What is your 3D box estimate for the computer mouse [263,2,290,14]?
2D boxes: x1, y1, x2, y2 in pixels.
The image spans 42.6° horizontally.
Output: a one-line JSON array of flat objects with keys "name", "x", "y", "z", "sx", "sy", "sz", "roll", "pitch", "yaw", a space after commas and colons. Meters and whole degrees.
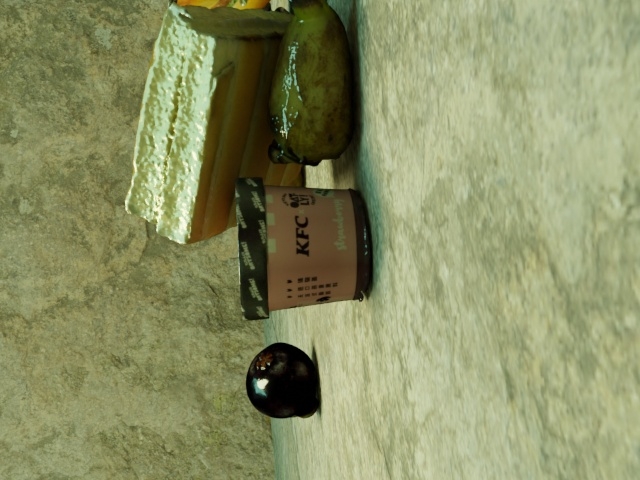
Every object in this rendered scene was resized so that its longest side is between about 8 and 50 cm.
[{"name": "computer mouse", "x": -0.085, "y": -0.290, "z": 1.430, "sx": 0.145, "sy": 0.082, "sz": 0.237, "roll": -104, "pitch": 11, "yaw": -58}]

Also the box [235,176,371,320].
[{"name": "box", "x": -0.021, "y": 0.008, "z": 0.869, "sx": 0.151, "sy": 0.135, "sz": 0.151, "roll": 179, "pitch": 90, "yaw": -85}]

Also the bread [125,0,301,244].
[{"name": "bread", "x": -0.098, "y": -0.146, "z": 0.945, "sx": 0.239, "sy": 0.111, "sz": 0.246, "roll": -28, "pitch": -41, "yaw": -58}]

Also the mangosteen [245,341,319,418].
[{"name": "mangosteen", "x": -0.059, "y": 0.257, "z": 1.441, "sx": 0.151, "sy": 0.137, "sz": 0.137, "roll": 50, "pitch": -169, "yaw": -28}]

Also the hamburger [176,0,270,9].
[{"name": "hamburger", "x": -0.136, "y": -0.470, "z": 1.329, "sx": 0.246, "sy": 0.170, "sz": 0.246, "roll": -12, "pitch": 75, "yaw": 54}]

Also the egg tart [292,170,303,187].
[{"name": "egg tart", "x": -0.061, "y": -0.124, "z": 1.416, "sx": 0.129, "sy": 0.049, "sz": 0.129, "roll": 167, "pitch": 90, "yaw": -82}]

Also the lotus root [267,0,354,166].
[{"name": "lotus root", "x": -0.007, "y": -0.169, "z": 0.847, "sx": 0.108, "sy": 0.094, "sz": 0.191, "roll": 37, "pitch": 127, "yaw": 49}]
